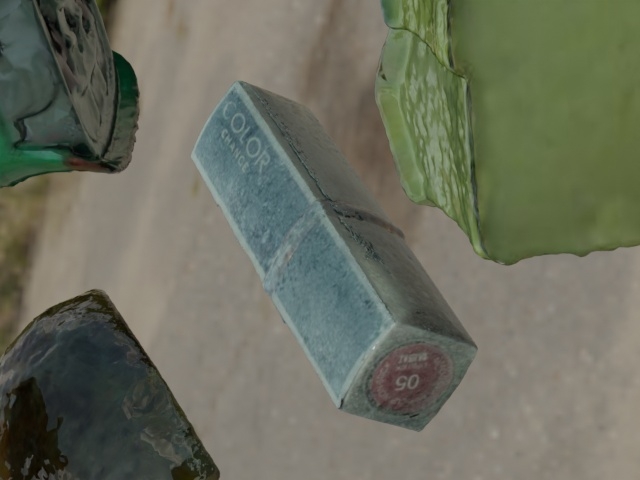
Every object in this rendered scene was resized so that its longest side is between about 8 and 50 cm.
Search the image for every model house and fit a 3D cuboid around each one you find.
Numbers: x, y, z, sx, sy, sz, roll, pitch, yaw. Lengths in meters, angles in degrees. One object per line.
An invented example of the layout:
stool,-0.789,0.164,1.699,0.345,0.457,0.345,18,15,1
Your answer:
model house,0.116,-0.116,0.913,0.189,0.195,0.214,-150,52,-68

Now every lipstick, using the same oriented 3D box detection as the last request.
lipstick,0.000,0.000,1.259,0.077,0.076,0.289,-58,38,21

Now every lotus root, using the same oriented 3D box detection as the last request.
lotus root,-0.194,0.176,1.680,0.314,0.210,0.142,40,170,33

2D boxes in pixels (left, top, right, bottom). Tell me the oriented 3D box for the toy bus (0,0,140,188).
toy bus,-0.225,-0.172,0.885,0.183,0.199,0.343,-96,-12,-69
